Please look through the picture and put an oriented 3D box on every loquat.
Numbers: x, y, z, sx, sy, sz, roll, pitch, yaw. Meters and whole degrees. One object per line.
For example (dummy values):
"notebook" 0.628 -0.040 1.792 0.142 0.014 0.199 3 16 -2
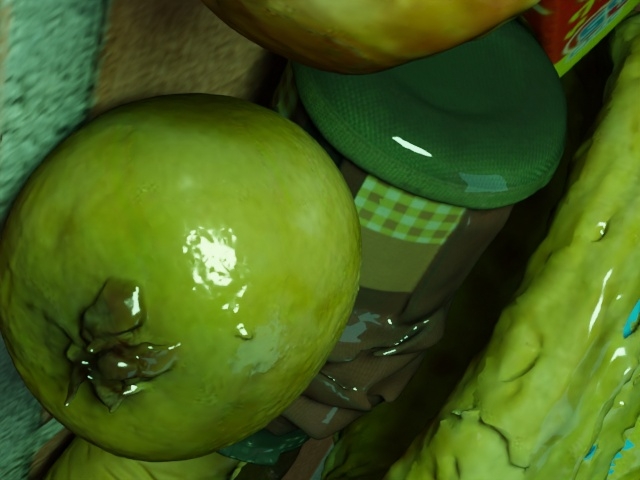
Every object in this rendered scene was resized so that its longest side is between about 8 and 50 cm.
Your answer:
"loquat" -0.056 0.014 0.715 0.163 0.137 0.163 -34 -178 2

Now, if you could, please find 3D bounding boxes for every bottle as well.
"bottle" 0.000 0.000 0.879 0.271 0.143 0.156 121 -22 -44

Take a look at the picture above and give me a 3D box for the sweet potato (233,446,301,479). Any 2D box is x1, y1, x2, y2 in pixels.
"sweet potato" -0.095 0.197 1.321 0.273 0.075 0.075 -48 173 -40

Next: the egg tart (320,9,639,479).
"egg tart" 0.130 0.056 0.982 0.387 0.169 0.388 -63 -174 12

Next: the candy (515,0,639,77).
"candy" 0.119 -0.171 0.794 0.146 0.088 0.276 -45 170 -3

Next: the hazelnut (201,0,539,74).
"hazelnut" 0.013 -0.126 0.513 0.150 0.150 0.150 -42 169 -10

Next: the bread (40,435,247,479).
"bread" -0.073 0.101 1.083 0.305 0.091 0.142 -48 -173 16
